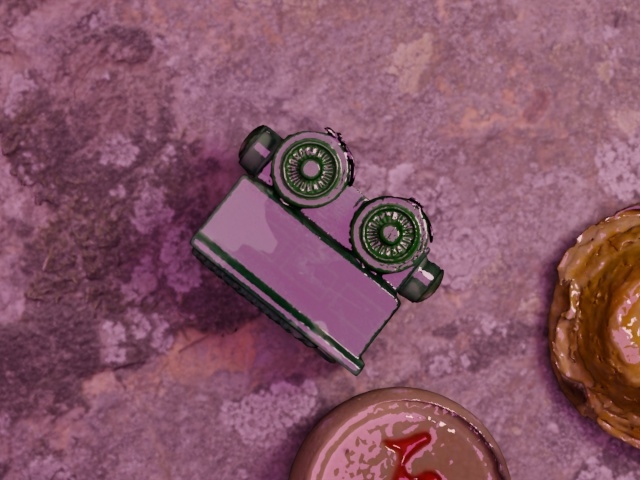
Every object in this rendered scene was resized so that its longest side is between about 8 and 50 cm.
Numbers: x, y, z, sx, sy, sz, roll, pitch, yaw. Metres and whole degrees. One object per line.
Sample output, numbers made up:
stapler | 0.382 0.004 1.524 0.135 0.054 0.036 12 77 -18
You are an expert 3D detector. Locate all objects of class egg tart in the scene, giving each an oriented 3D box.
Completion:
egg tart | 0.393 0.098 1.655 0.295 0.116 0.294 0 91 5

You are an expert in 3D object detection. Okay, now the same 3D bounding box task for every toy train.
toy train | 0.000 0.000 1.622 0.266 0.145 0.202 38 89 -3

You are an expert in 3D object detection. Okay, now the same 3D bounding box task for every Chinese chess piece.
Chinese chess piece | 0.087 0.286 1.643 0.250 0.103 0.249 0 87 -7
